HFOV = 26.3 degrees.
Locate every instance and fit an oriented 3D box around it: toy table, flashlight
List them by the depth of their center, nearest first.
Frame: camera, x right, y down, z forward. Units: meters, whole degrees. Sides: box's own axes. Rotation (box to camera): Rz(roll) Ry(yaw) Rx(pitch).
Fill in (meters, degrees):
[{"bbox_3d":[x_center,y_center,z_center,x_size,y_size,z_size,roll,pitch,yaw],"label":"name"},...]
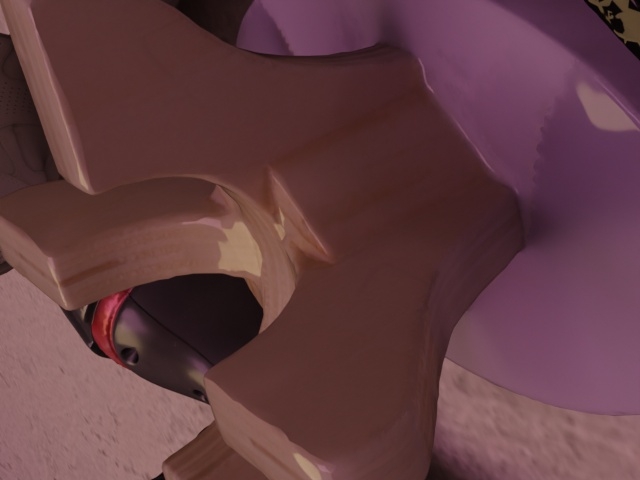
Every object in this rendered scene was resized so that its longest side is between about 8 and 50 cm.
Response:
[{"bbox_3d":[0.000,0.000,0.488,0.274,0.160,0.252,12,126,59],"label":"toy table"},{"bbox_3d":[-0.020,0.094,0.686,0.304,0.103,0.103,47,151,30],"label":"flashlight"}]

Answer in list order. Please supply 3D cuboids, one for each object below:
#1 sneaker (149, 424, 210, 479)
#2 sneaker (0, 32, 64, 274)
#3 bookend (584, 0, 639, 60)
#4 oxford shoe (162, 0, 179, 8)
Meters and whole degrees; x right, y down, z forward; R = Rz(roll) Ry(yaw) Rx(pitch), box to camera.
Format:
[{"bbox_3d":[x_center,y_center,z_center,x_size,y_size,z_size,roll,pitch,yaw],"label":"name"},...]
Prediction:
[{"bbox_3d":[-0.109,0.208,0.902,0.101,0.153,0.269,54,154,16],"label":"sneaker"},{"bbox_3d":[-0.172,-0.045,0.652,0.115,0.090,0.232,61,-170,-14],"label":"sneaker"},{"bbox_3d":[0.075,-0.151,0.296,0.156,0.072,0.157,52,152,17],"label":"bookend"},{"bbox_3d":[-0.101,-0.174,0.546,0.169,0.130,0.449,50,167,26],"label":"oxford shoe"}]
